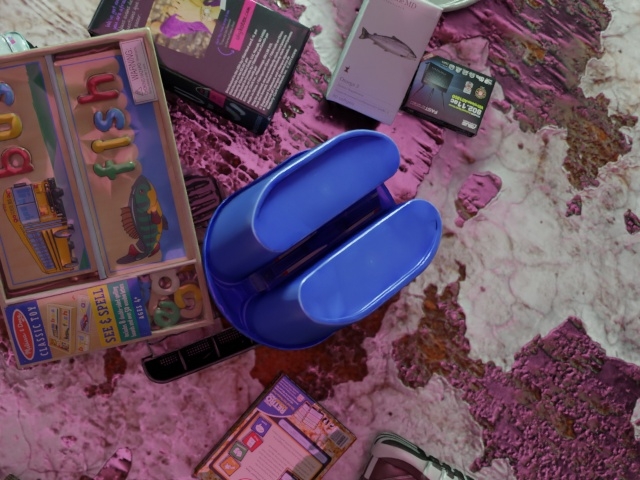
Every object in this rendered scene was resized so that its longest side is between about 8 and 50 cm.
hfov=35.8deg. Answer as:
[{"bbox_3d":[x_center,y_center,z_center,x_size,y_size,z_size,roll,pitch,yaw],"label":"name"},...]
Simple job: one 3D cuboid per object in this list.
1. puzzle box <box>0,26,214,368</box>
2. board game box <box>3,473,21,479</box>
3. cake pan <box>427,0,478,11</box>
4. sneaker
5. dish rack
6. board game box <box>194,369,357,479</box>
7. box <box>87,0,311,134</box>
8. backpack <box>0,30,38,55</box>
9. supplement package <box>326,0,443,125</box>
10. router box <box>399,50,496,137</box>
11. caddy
[{"bbox_3d":[-0.312,-0.054,1.295,0.272,0.052,0.408,-13,105,-6],"label":"puzzle box"},{"bbox_3d":[-0.432,0.511,1.337,0.232,0.141,0.291,39,84,-4],"label":"board game box"},{"bbox_3d":[0.159,-0.482,1.490,0.293,0.054,0.293,0,88,-7],"label":"cake pan"},{"bbox_3d":[0.169,0.415,1.444,0.281,0.106,0.162,31,90,6],"label":"sneaker"},{"bbox_3d":[-0.192,0.046,1.418,0.208,0.074,0.271,-21,90,-8],"label":"dish rack"},{"bbox_3d":[-0.065,0.310,1.437,0.147,0.045,0.193,43,84,-4],"label":"board game box"},{"bbox_3d":[-0.168,-0.275,1.386,0.270,0.165,0.143,26,85,-5],"label":"box"},{"bbox_3d":[-0.451,-0.178,1.356,0.188,0.144,0.166,-35,76,4],"label":"backpack"},{"bbox_3d":[0.089,-0.272,1.422,0.105,0.105,0.179,22,106,-5],"label":"supplement package"},{"bbox_3d":[0.192,-0.220,1.492,0.122,0.038,0.092,20,86,-6],"label":"router box"},{"bbox_3d":[0.000,0.000,1.370,0.341,0.179,0.241,-35,96,-33],"label":"caddy"}]
